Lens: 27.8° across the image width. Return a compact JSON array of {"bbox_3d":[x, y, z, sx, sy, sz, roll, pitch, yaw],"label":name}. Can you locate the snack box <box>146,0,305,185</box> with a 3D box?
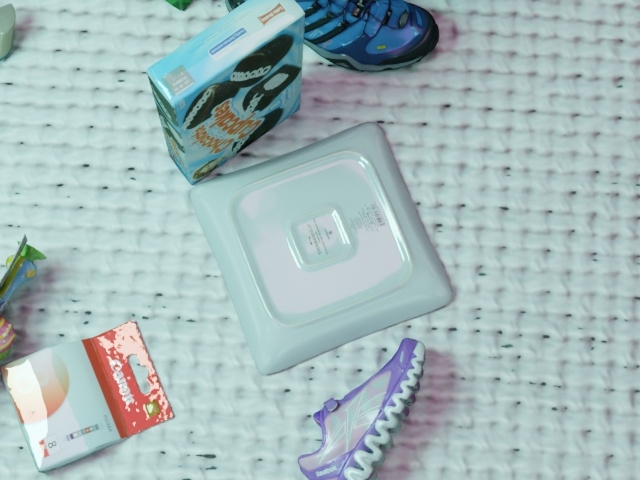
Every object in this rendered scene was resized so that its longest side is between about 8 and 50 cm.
[{"bbox_3d":[-0.111,-0.185,1.599,0.187,0.322,0.060,-36,80,-9],"label":"snack box"}]

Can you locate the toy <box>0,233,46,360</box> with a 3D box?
[{"bbox_3d":[-0.407,0.114,1.614,0.056,0.137,0.237,25,76,-6],"label":"toy"}]

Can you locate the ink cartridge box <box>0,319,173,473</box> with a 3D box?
[{"bbox_3d":[-0.296,0.194,1.634,0.179,0.045,0.145,-24,76,-4],"label":"ink cartridge box"}]

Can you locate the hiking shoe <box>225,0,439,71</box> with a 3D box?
[{"bbox_3d":[0.012,-0.311,1.735,0.304,0.132,0.113,14,75,4],"label":"hiking shoe"}]

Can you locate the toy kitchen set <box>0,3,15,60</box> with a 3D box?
[{"bbox_3d":[-0.537,-0.282,1.754,0.207,0.122,0.166,-30,75,-29],"label":"toy kitchen set"}]

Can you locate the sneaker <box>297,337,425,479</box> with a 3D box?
[{"bbox_3d":[0.049,0.217,1.606,0.104,0.095,0.236,26,76,15],"label":"sneaker"}]

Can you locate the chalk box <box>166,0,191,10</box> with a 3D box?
[{"bbox_3d":[-0.210,-0.473,1.700,0.179,0.289,0.180,36,78,9],"label":"chalk box"}]

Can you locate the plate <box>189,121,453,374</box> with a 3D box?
[{"bbox_3d":[0.000,0.000,1.691,0.278,0.045,0.277,-21,74,-7],"label":"plate"}]
